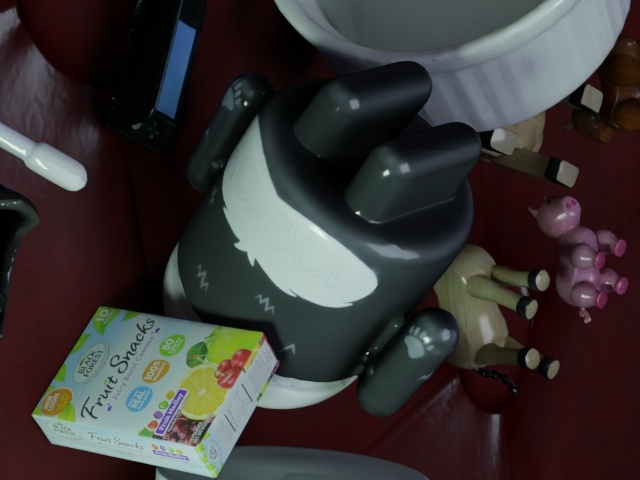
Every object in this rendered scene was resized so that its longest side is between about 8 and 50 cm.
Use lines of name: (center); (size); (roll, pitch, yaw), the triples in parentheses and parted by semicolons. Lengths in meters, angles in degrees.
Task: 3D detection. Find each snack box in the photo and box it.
snack box: (-0.112, 0.101, 1.341); (0.100, 0.141, 0.037); (-59, 141, -32)

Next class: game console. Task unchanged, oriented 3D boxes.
game console: (-0.100, -0.129, 1.381); (0.107, 0.071, 0.122); (28, 73, -55)

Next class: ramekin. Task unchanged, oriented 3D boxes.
ramekin: (0.106, -0.215, 1.512); (0.277, 0.277, 0.135); (-68, 152, -22)

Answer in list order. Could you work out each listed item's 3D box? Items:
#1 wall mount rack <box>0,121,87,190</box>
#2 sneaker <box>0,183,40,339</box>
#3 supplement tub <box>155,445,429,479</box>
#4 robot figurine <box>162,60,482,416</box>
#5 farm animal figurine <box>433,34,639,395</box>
wall mount rack: (-0.217, -0.203, 1.132); (0.304, 0.130, 0.350); (51, 55, -48)
sneaker: (-0.243, 0.065, 1.177); (0.081, 0.090, 0.232); (41, 61, -52)
supplement tub: (-0.029, 0.326, 1.426); (0.235, 0.235, 0.325); (-5, 100, -57)
robot figurine: (0.000, -0.002, 1.393); (0.173, 0.278, 0.209); (18, 43, -19)
farm animal figurine: (0.149, -0.077, 1.702); (0.330, 0.172, 0.327); (-59, 137, -16)
